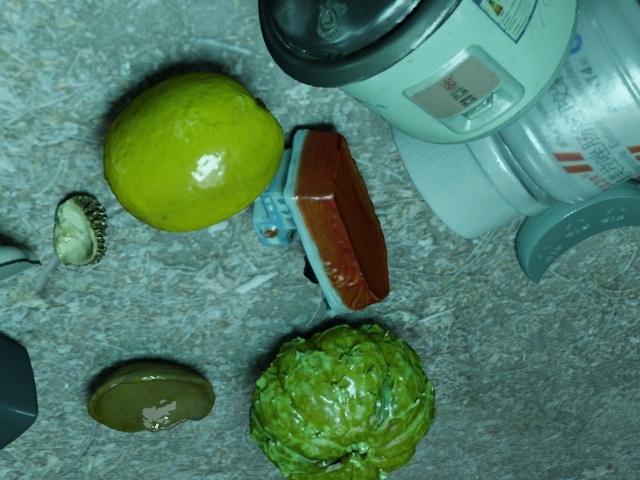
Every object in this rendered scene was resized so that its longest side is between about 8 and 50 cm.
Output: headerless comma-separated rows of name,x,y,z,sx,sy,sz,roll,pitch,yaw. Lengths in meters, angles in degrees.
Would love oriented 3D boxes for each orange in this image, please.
orange,0.024,0.263,1.567,0.301,0.223,0.300,13,121,-31

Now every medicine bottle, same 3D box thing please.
medicine bottle,0.258,-0.156,1.134,0.306,0.245,0.245,-30,143,27

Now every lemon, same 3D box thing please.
lemon,-0.144,-0.096,1.083,0.207,0.170,0.170,-28,142,9

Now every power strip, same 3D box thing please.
power strip,0.418,-0.030,1.519,0.253,0.054,0.167,-28,143,11

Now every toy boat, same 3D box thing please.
toy boat,0.000,0.000,1.303,0.133,0.145,0.332,-4,144,17

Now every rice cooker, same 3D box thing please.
rice cooker,0.090,-0.242,0.937,0.316,0.264,0.317,-8,152,-4

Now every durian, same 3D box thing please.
durian,-0.297,-0.004,1.223,0.066,0.052,0.130,0,139,-21

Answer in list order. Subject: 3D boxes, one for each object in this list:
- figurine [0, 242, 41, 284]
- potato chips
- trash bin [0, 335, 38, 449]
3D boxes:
figurine,-0.441,-0.004,1.143,0.166,0.141,0.250,-24,179,6
potato chips,-0.262,0.236,1.528,0.208,0.062,0.195,5,142,-31
trash bin,-0.525,0.185,1.253,0.209,0.182,0.290,-33,146,14
